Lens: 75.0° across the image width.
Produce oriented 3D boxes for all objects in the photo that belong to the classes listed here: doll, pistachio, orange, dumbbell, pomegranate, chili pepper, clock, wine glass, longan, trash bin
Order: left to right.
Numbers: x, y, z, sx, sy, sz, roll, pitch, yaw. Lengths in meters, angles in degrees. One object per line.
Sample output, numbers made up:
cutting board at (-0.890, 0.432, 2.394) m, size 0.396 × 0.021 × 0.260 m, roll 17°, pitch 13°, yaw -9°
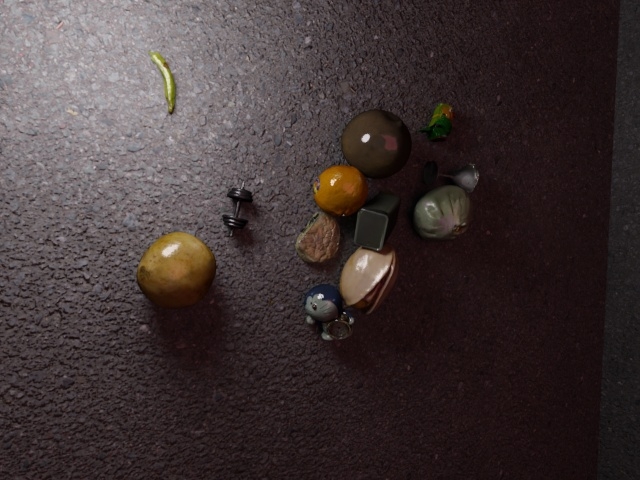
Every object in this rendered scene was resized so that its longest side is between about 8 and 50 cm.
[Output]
chili pepper at (-0.522, -0.542, 1.414) m, size 0.049 × 0.043 × 0.208 m, roll -27°, pitch 107°, yaw -36°
pomegranate at (-0.474, 0.098, 1.383) m, size 0.261 × 0.260 × 0.260 m, roll -2°, pitch 95°, yaw -27°
dumbbell at (-0.304, -0.116, 1.529) m, size 0.099 × 0.099 × 0.208 m, roll 14°, pitch 87°, yaw -27°
clock at (0.028, 0.292, 1.707) m, size 0.200 × 0.146 × 0.243 m, roll -18°, pitch 113°, yaw 19°
orange at (0.080, -0.194, 1.650) m, size 0.219 × 0.193 × 0.219 m, roll -13°, pitch 143°, yaw -10°
pistachio at (0.211, 0.149, 1.744) m, size 0.230 × 0.230 × 0.308 m, roll 30°, pitch 82°, yaw -26°
longan at (0.225, -0.385, 1.670) m, size 0.297 × 0.297 × 0.297 m, roll -2°, pitch 95°, yaw -27°
trash bin at (0.243, -0.086, 1.723) m, size 0.240 × 0.122 × 0.164 m, roll -44°, pitch 147°, yaw -55°
doll at (0.550, -0.543, 1.925) m, size 0.134 × 0.106 × 0.186 m, roll 32°, pitch 79°, yaw -14°
wine glass at (0.604, -0.300, 1.959) m, size 0.232 × 0.156 × 0.156 m, roll 5°, pitch 92°, yaw -23°

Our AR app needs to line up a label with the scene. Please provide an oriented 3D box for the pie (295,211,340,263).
pie at (0.002, 0.000, 1.721) m, size 0.185 × 0.052 × 0.218 m, roll 43°, pitch 73°, yaw -22°

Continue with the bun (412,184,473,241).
bun at (0.575, -0.101, 1.892) m, size 0.293 × 0.187 × 0.293 m, roll -9°, pitch 122°, yaw -14°

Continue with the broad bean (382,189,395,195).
broad bean at (0.297, -0.194, 1.862) m, size 0.083 × 0.045 × 0.063 m, roll -8°, pitch 110°, yaw -19°
